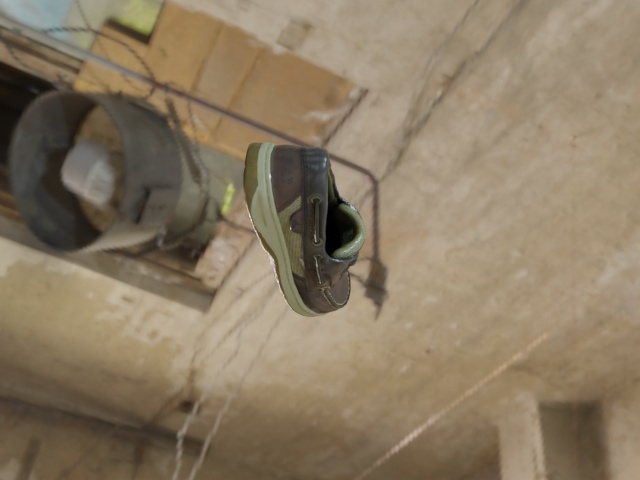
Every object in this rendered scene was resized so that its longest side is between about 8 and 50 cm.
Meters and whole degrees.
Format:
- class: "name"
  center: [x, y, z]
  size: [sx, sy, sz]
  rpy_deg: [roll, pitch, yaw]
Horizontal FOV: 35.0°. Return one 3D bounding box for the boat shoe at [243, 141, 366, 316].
- class: "boat shoe"
  center: [0.000, -0.001, 0.817]
  size: [0.223, 0.073, 0.080]
  rpy_deg: [64, 29, -55]
